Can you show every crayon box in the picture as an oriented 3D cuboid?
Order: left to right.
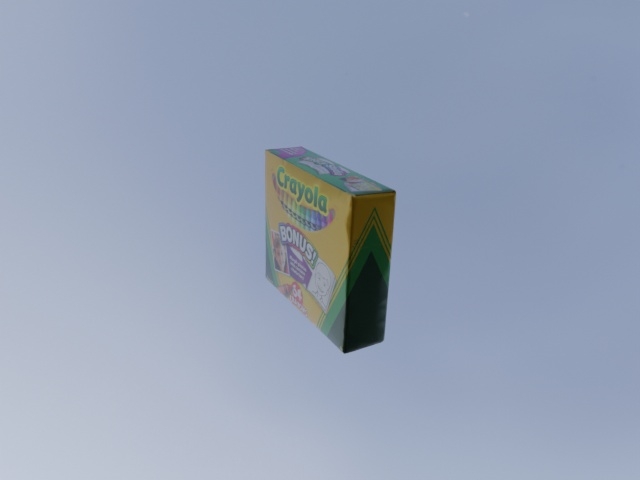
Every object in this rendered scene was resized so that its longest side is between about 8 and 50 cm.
[{"bbox_3d":[0.000,0.000,1.148,0.106,0.363,0.313,-12,-64,-27],"label":"crayon box"}]
